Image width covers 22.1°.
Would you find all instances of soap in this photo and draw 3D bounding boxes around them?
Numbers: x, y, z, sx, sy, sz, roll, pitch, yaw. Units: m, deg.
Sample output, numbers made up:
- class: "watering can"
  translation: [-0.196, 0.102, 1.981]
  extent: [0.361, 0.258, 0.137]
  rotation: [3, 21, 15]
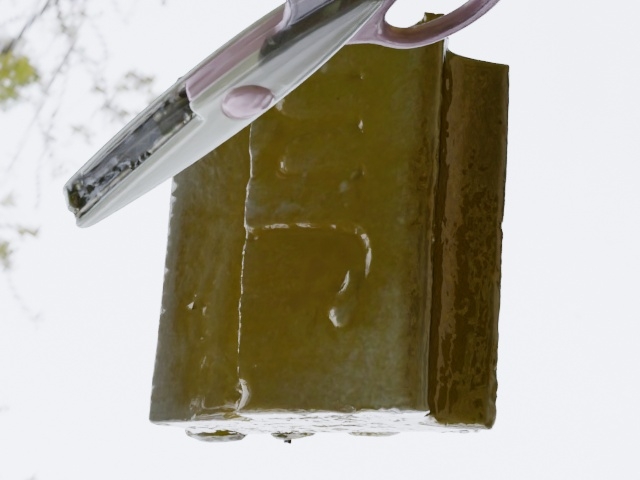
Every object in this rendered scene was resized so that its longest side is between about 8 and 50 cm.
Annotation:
- class: "soap"
  translation: [0.000, 0.000, 1.185]
  extent: [0.143, 0.259, 0.281]
  rotation: [21, -114, -54]

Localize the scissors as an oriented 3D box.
- class: "scissors"
  translation: [-0.020, -0.054, 0.522]
  extent: [0.085, 0.176, 0.022]
  rotation: [22, -138, -47]
